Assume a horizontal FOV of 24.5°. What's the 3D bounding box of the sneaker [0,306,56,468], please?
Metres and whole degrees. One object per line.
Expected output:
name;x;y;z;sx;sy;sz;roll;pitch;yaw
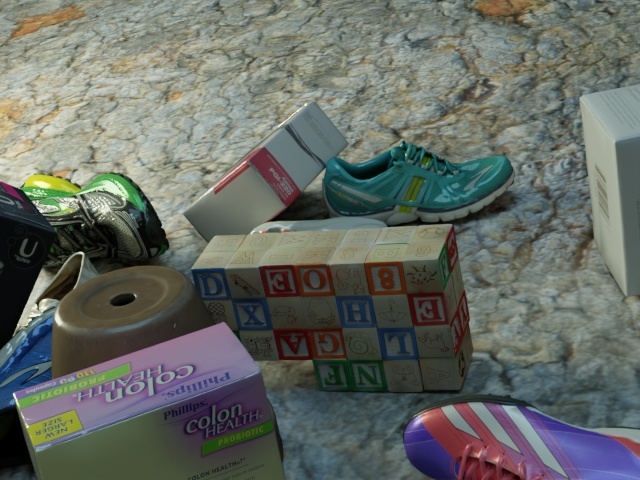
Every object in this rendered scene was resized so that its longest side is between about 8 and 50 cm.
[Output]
sneaker;-0.328;0.191;1.705;0.330;0.130;0.147;-33;44;-27

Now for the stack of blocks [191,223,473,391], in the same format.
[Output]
stack of blocks;0.016;0.082;1.712;0.297;0.171;0.087;-2;27;19

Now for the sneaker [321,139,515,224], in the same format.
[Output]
sneaker;0.138;-0.086;2.079;0.275;0.110;0.107;-8;26;3

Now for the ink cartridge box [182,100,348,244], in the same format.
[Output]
ink cartridge box;-0.076;-0.091;2.118;0.158;0.092;0.218;-36;9;38

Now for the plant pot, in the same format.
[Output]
plant pot;-0.189;0.158;1.568;0.263;0.229;0.263;-10;25;5

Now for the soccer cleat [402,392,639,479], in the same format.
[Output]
soccer cleat;0.211;0.229;1.419;0.318;0.109;0.116;8;35;28

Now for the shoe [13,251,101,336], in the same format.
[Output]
shoe;-0.358;0.088;1.968;0.076;0.058;0.219;-1;27;20

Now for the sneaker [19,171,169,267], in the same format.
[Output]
sneaker;-0.353;-0.008;2.113;0.343;0.134;0.146;1;34;42

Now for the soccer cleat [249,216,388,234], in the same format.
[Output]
soccer cleat;0.000;0.000;2.014;0.196;0.068;0.076;0;22;5

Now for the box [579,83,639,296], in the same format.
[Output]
box;0.515;-0.088;1.817;0.345;0.215;0.168;-10;25;0

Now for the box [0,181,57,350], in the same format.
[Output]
box;-0.452;0.062;1.786;0.143;0.270;0.165;19;11;-32

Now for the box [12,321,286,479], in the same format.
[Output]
box;-0.148;0.233;1.381;0.213;0.243;0.117;-18;27;-15
